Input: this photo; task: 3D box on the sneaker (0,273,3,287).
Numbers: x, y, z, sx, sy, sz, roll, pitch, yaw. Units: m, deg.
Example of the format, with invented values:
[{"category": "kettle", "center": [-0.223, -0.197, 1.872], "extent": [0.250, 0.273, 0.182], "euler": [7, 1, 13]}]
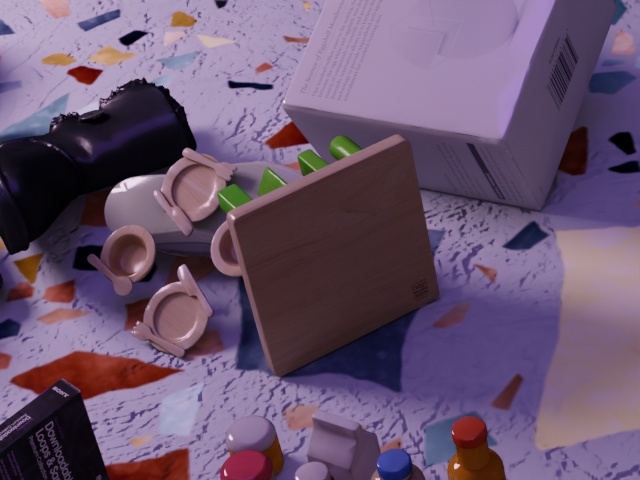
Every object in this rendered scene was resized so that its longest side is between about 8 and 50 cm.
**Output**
[{"category": "sneaker", "center": [-0.369, -0.002, 1.506], "extent": [0.080, 0.081, 0.211], "euler": [-31, 42, -26]}]

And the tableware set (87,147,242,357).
[{"category": "tableware set", "center": [-0.118, 0.009, 1.391], "extent": [0.168, 0.020, 0.141], "euler": [-48, 61, 2]}]

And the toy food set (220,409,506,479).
[{"category": "toy food set", "center": [0.013, 0.164, 1.153], "extent": [0.232, 0.104, 0.111], "euler": [15, 44, 32]}]

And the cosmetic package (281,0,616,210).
[{"category": "cosmetic package", "center": [0.121, -0.169, 1.474], "extent": [0.225, 0.138, 0.224], "euler": [13, 70, 29]}]

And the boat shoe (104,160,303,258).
[{"category": "boat shoe", "center": [-0.081, -0.023, 1.447], "extent": [0.228, 0.081, 0.079], "euler": [1, 78, 26]}]

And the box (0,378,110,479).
[{"category": "box", "center": [-0.229, 0.192, 1.179], "extent": [0.029, 0.116, 0.162], "euler": [24, 50, 36]}]

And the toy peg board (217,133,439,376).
[{"category": "toy peg board", "center": [0.000, 0.000, 1.330], "extent": [0.161, 0.160, 0.079], "euler": [-25, 35, -17]}]

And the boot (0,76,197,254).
[{"category": "boot", "center": [-0.219, -0.078, 1.519], "extent": [0.207, 0.094, 0.246], "euler": [-21, 16, -9]}]
